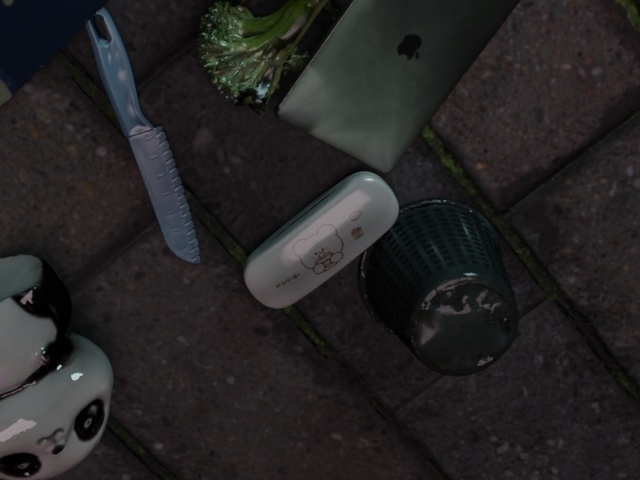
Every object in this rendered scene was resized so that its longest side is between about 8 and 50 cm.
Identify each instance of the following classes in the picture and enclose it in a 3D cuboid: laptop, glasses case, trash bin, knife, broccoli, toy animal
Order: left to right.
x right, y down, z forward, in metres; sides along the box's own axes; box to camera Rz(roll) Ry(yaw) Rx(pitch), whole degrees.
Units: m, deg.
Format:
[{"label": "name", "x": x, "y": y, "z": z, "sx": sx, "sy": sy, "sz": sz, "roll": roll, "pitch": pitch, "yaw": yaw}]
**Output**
[{"label": "toy animal", "x": -0.322, "y": 0.145, "z": 1.208, "sx": 0.187, "sy": 0.165, "sz": 0.235, "roll": -28, "pitch": 111, "yaw": -15}, {"label": "knife", "x": -0.186, "y": -0.108, "z": 1.212, "sx": 0.044, "sy": 0.019, "sz": 0.313, "roll": -18, "pitch": 115, "yaw": -4}, {"label": "broccoli", "x": -0.035, "y": -0.217, "z": 1.122, "sx": 0.122, "sy": 0.118, "sz": 0.204, "roll": 43, "pitch": 119, "yaw": -14}, {"label": "glasses case", "x": 0.000, "y": 0.000, "z": 1.261, "sx": 0.193, "sy": 0.049, "sz": 0.074, "roll": -38, "pitch": 111, "yaw": 6}, {"label": "laptop", "x": 0.089, "y": -0.204, "z": 1.176, "sx": 0.187, "sy": 0.015, "sz": 0.269, "roll": 24, "pitch": 108, "yaw": -43}, {"label": "trash bin", "x": 0.139, "y": 0.060, "z": 1.247, "sx": 0.175, "sy": 0.161, "sz": 0.176, "roll": -3, "pitch": 110, "yaw": -8}]

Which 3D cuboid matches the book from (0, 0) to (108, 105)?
[{"label": "book", "x": -0.419, "y": -0.187, "z": 1.050, "sx": 0.428, "sy": 0.039, "sz": 0.300, "roll": -41, "pitch": 142, "yaw": 11}]
